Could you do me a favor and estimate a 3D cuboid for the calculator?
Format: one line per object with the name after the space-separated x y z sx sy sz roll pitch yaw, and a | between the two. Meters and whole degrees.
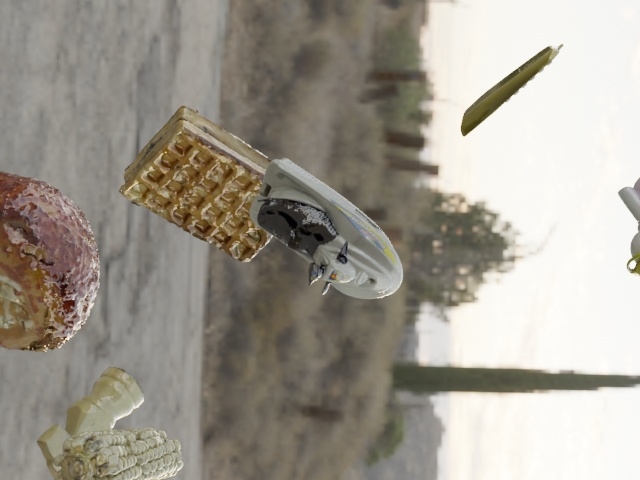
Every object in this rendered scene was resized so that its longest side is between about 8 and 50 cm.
0.341 -0.278 2.271 0.033 0.236 0.157 50 13 -4 | calculator

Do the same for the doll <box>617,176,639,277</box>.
0.443 -0.024 1.648 0.081 0.129 0.207 -52 -164 56 | doll

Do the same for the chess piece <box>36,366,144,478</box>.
-0.391 0.309 2.126 0.200 0.090 0.090 -48 154 -37 | chess piece

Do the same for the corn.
-0.247 0.269 1.570 0.211 0.087 0.087 -2 94 -64 | corn

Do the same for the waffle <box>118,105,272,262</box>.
-0.199 -0.099 2.403 0.213 0.308 0.091 -42 -151 31 | waffle

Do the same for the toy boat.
0.000 -0.006 1.952 0.269 0.141 0.140 45 -24 23 | toy boat

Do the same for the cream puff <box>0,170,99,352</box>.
-0.363 0.016 1.458 0.240 0.240 0.164 93 13 -51 | cream puff
